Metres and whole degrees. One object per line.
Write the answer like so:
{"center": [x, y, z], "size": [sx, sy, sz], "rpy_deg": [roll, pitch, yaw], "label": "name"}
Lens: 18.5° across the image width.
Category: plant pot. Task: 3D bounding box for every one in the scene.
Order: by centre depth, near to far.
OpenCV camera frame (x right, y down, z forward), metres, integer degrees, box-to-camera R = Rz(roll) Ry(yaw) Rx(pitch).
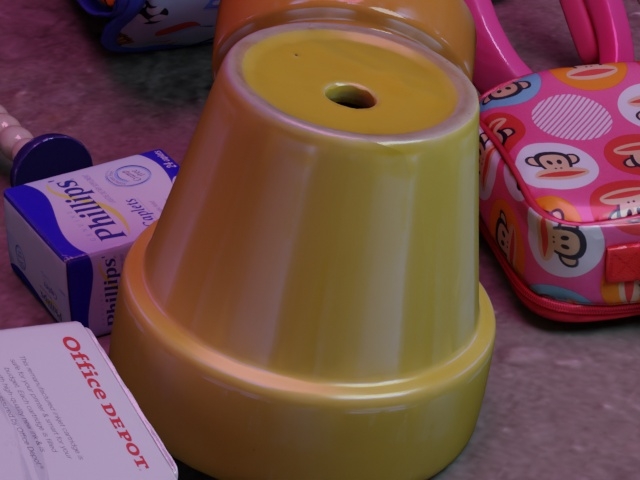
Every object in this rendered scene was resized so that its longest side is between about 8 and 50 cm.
{"center": [0.000, 0.000, 1.278], "size": [0.254, 0.239, 0.254], "rpy_deg": [8, 32, -5], "label": "plant pot"}
{"center": [0.011, -0.087, 1.498], "size": [0.205, 0.205, 0.188], "rpy_deg": [3, 59, 7], "label": "plant pot"}

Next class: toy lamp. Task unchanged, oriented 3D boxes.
{"center": [-0.289, -0.110, 1.669], "size": [0.080, 0.080, 0.274], "rpy_deg": [-18, 34, -27], "label": "toy lamp"}

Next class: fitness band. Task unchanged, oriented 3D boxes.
{"center": [0.175, -0.227, 1.709], "size": [0.209, 0.291, 0.054], "rpy_deg": [-7, -18, -47], "label": "fitness band"}

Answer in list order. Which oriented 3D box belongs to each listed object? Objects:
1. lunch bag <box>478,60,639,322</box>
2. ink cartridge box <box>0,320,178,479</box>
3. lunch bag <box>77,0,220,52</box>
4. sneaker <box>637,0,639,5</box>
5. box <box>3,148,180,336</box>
{"center": [0.271, -0.037, 1.485], "size": [0.293, 0.120, 0.258], "rpy_deg": [-7, 31, -11], "label": "lunch bag"}
{"center": [-0.202, 0.129, 1.166], "size": [0.190, 0.082, 0.140], "rpy_deg": [-4, 47, -44], "label": "ink cartridge box"}
{"center": [-0.078, -0.313, 1.859], "size": [0.327, 0.239, 0.385], "rpy_deg": [-10, 25, -19], "label": "lunch bag"}
{"center": [0.327, -0.165, 1.504], "size": [0.086, 0.085, 0.237], "rpy_deg": [8, 23, -47], "label": "sneaker"}
{"center": [-0.151, 0.001, 1.482], "size": [0.137, 0.072, 0.126], "rpy_deg": [-17, 34, -24], "label": "box"}
